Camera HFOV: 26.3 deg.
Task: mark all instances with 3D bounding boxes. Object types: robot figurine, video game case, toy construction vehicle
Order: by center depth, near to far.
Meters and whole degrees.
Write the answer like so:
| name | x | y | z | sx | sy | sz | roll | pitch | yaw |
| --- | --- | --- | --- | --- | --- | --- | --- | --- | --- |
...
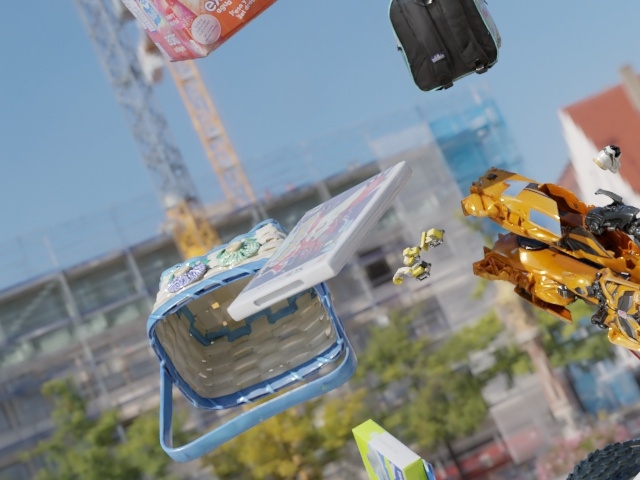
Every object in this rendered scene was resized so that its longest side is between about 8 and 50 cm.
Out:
| name | x | y | z | sx | sy | sz | roll | pitch | yaw |
| --- | --- | --- | --- | --- | --- | --- | --- | --- | --- |
| robot figurine | 0.298 | 0.030 | 1.561 | 0.085 | 0.291 | 0.211 | -39 | -46 | -25 |
| video game case | 0.000 | 0.000 | 1.566 | 0.183 | 0.023 | 0.201 | -27 | 18 | 45 |
| toy construction vehicle | 0.163 | 0.026 | 2.315 | 0.035 | 0.086 | 0.098 | 29 | -34 | -24 |

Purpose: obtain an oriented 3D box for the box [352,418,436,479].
| name | x | y | z | sx | sy | sz | roll | pitch | yaw |
| --- | --- | --- | --- | --- | --- | --- | --- | --- | --- |
| box | 0.119 | 0.350 | 2.053 | 0.042 | 0.109 | 0.178 | -27 | 25 | -18 |

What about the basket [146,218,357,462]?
| name | x | y | z | sx | sy | sz | roll | pitch | yaw |
| --- | --- | --- | --- | --- | --- | --- | --- | --- | --- |
| basket | -0.095 | 0.126 | 1.705 | 0.255 | 0.289 | 0.201 | -27 | -50 | 6 |

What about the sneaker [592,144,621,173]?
| name | x | y | z | sx | sy | sz | roll | pitch | yaw |
| --- | --- | --- | --- | --- | --- | --- | --- | --- | --- |
| sneaker | 0.428 | -0.121 | 2.000 | 0.037 | 0.032 | 0.083 | -49 | -18 | 19 |

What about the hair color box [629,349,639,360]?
| name | x | y | z | sx | sy | sz | roll | pitch | yaw |
| --- | --- | --- | --- | --- | --- | --- | --- | --- | --- |
| hair color box | 0.473 | 0.118 | 1.772 | 0.167 | 0.093 | 0.053 | -15 | -41 | -37 |

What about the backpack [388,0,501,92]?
| name | x | y | z | sx | sy | sz | roll | pitch | yaw |
| --- | --- | --- | --- | --- | --- | --- | --- | --- | --- |
| backpack | 0.203 | -0.369 | 2.301 | 0.166 | 0.188 | 0.144 | -22 | 25 | 20 |

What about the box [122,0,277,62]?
| name | x | y | z | sx | sy | sz | roll | pitch | yaw |
| --- | --- | --- | --- | --- | --- | --- | --- | --- | --- |
| box | -0.141 | -0.286 | 1.528 | 0.122 | 0.128 | 0.257 | -40 | 14 | -8 |

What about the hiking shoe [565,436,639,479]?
| name | x | y | z | sx | sy | sz | roll | pitch | yaw |
| --- | --- | --- | --- | --- | --- | --- | --- | --- | --- |
| hiking shoe | 0.536 | 0.393 | 2.273 | 0.304 | 0.132 | 0.113 | -27 | 19 | -25 |

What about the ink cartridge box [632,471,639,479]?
| name | x | y | z | sx | sy | sz | roll | pitch | yaw |
| --- | --- | --- | --- | --- | --- | --- | --- | --- | --- |
| ink cartridge box | 0.514 | 0.373 | 1.840 | 0.115 | 0.198 | 0.273 | 4 | 26 | 40 |
